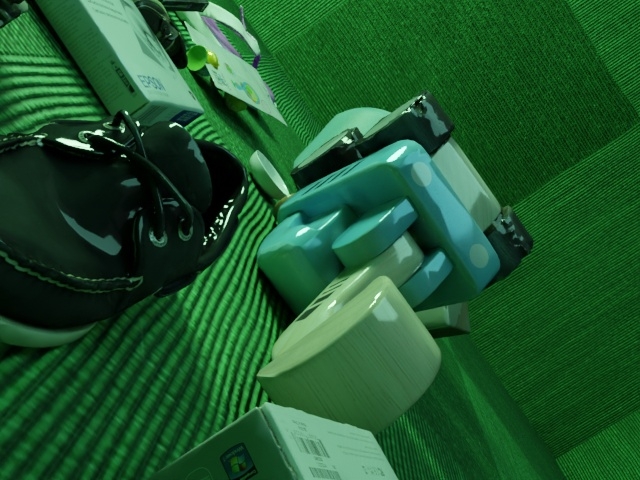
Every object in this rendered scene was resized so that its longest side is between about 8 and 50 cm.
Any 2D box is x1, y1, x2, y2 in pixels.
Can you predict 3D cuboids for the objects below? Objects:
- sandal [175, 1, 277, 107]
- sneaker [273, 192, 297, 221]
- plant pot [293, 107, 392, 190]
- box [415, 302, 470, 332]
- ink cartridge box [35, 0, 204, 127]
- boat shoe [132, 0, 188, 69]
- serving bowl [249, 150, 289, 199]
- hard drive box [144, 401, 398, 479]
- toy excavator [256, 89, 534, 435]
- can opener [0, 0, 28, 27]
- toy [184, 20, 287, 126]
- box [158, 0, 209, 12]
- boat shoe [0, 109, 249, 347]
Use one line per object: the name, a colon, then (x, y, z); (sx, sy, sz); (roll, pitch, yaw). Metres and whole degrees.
sandal: (-0.197, -0.426, 1.615); (0.416, 0.102, 0.169); (50, 10, -22)
sneaker: (0.000, 0.000, 1.215); (0.086, 0.064, 0.192); (54, 4, 26)
plant pot: (0.090, -0.113, 1.624); (0.252, 0.248, 0.247); (39, -5, 41)
box: (0.147, 0.093, 1.323); (0.311, 0.148, 0.121); (25, 57, -72)
ink cartridge box: (-0.223, -0.220, 0.876); (0.224, 0.045, 0.223); (55, 8, -3)
boat shoe: (-0.213, -0.274, 1.110); (0.049, 0.056, 0.152); (53, 7, 17)
serving bowl: (-0.081, -0.093, 1.247); (0.083, 0.027, 0.083); (54, 8, -11)
hard drive box: (0.021, 0.213, 0.429); (0.232, 0.089, 0.181); (59, 9, 26)
toy excavator: (0.042, 0.042, 0.866); (0.222, 0.445, 0.433); (53, -33, -11)
can opener: (-0.227, -0.165, 0.518); (0.074, 0.093, 0.280); (53, 13, -21)
toy: (-0.154, -0.265, 1.412); (0.137, 0.056, 0.237); (63, 15, 20)
box: (-0.273, -0.460, 1.421); (0.116, 0.029, 0.162); (-20, 76, -53)
boat shoe: (-0.113, -0.025, 0.499); (0.127, 0.113, 0.340); (57, 8, 7)
